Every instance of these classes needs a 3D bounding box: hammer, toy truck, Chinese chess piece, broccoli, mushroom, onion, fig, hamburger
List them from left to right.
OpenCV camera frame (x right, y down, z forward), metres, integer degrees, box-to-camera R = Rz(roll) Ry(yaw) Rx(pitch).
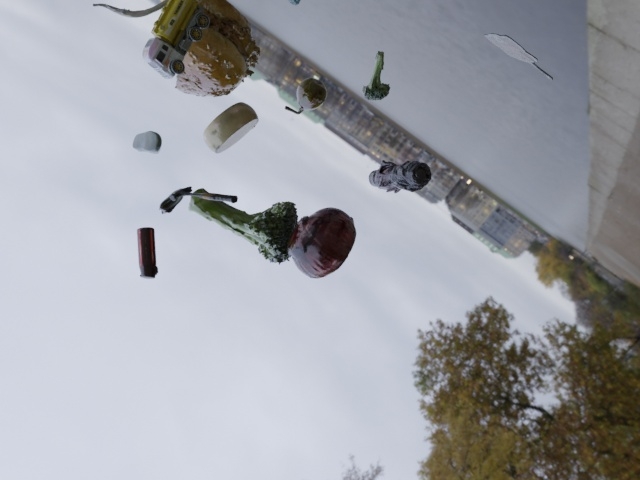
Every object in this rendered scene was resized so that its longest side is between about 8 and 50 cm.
[{"bbox_3d":[-0.640,-0.827,1.771,0.043,0.306,0.068,93,160,-61],"label":"mushroom"},{"bbox_3d":[-0.393,-0.556,1.347,0.114,0.227,0.098,29,178,-36],"label":"toy truck"},{"bbox_3d":[-0.333,-0.131,1.457,0.201,0.021,0.078,7,-151,16],"label":"hammer"},{"bbox_3d":[-0.353,-0.642,1.723,0.287,0.268,0.445,8,169,-14],"label":"hamburger"},{"bbox_3d":[-0.379,-0.475,2.109,0.097,0.251,0.251,51,-165,-5],"label":"Chinese chess piece"},{"bbox_3d":[-0.256,-0.060,1.834,0.397,0.275,0.353,10,150,22],"label":"broccoli"},{"bbox_3d":[-0.055,-0.654,2.307,0.148,0.186,0.142,16,-159,-27],"label":"fig"},{"bbox_3d":[0.000,0.000,1.613,0.190,0.246,0.246,42,-168,-21],"label":"onion"},{"bbox_3d":[0.236,-0.679,2.078,0.122,0.204,0.118,-5,-137,-10],"label":"broccoli"}]

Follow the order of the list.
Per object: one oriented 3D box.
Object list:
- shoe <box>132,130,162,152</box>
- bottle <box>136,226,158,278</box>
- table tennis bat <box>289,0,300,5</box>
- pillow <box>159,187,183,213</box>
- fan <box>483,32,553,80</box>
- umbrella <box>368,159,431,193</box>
[{"bbox_3d":[-0.641,-0.368,1.903,0.195,0.079,0.078,10,178,41],"label":"shoe"},{"bbox_3d":[-0.554,0.043,1.605,0.060,0.060,0.164,12,-114,-56],"label":"bottle"},{"bbox_3d":[-0.039,-0.780,1.465,0.040,0.244,0.153,0,148,37],"label":"table tennis bat"},{"bbox_3d":[-0.653,-0.173,2.199,0.055,0.136,0.091,31,162,27],"label":"pillow"},{"bbox_3d":[0.510,-0.462,1.260,0.220,0.009,0.132,25,-163,-21],"label":"fan"},{"bbox_3d":[0.218,-0.180,1.421,0.094,0.090,0.326,6,-176,-14],"label":"umbrella"}]
